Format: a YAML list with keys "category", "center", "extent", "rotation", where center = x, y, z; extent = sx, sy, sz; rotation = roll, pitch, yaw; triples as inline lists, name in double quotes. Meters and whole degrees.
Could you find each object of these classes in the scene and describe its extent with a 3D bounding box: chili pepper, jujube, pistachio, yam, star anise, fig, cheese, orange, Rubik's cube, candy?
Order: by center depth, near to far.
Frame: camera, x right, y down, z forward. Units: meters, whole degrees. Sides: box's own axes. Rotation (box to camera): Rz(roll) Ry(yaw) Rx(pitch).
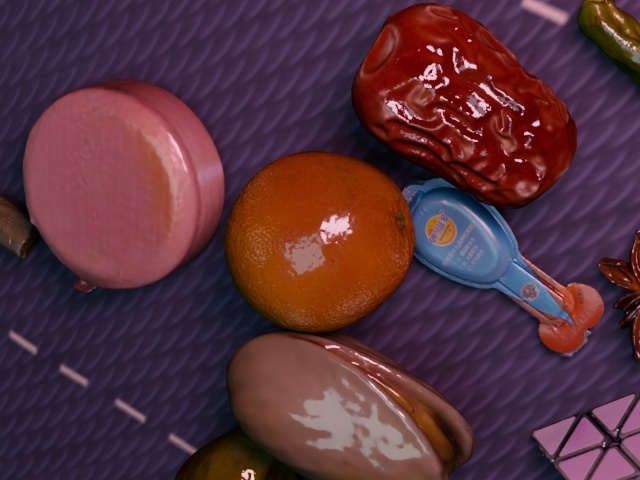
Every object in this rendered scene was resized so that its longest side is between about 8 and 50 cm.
- category: "chili pepper"
  center: [0.331, -0.165, 1.189]
  extent: [0.204, 0.072, 0.073]
  rotation: [34, 116, 12]
- category: "jujube"
  center: [0.142, -0.130, 1.253]
  extent: [0.230, 0.155, 0.155]
  rotation: [38, 119, -2]
- category: "star anise"
  center: [0.349, 0.081, 1.262]
  extent: [0.097, 0.070, 0.191]
  rotation: [-22, 78, 27]
- category: "Rubik's cube"
  center: [0.344, 0.212, 1.282]
  extent: [0.211, 0.190, 0.178]
  rotation: [32, 101, 7]
- category: "orange"
  center: [0.000, 0.000, 1.337]
  extent: [0.206, 0.206, 0.206]
  rotation: [8, 110, 23]
- category: "cheese"
  center: [0.187, 0.023, 1.344]
  extent: [0.256, 0.037, 0.106]
  rotation: [38, 120, 8]
- category: "pistachio"
  center: [0.030, 0.183, 1.389]
  extent: [0.288, 0.166, 0.197]
  rotation: [17, 135, 18]
- category: "candy"
  center: [-0.235, -0.059, 1.479]
  extent: [0.255, 0.094, 0.255]
  rotation: [8, 110, 23]
- category: "fig"
  center: [-0.093, 0.299, 1.519]
  extent: [0.166, 0.144, 0.154]
  rotation: [-61, 41, 20]
- category: "yam"
  center: [-0.413, -0.032, 1.599]
  extent: [0.132, 0.054, 0.054]
  rotation: [32, 118, 13]
